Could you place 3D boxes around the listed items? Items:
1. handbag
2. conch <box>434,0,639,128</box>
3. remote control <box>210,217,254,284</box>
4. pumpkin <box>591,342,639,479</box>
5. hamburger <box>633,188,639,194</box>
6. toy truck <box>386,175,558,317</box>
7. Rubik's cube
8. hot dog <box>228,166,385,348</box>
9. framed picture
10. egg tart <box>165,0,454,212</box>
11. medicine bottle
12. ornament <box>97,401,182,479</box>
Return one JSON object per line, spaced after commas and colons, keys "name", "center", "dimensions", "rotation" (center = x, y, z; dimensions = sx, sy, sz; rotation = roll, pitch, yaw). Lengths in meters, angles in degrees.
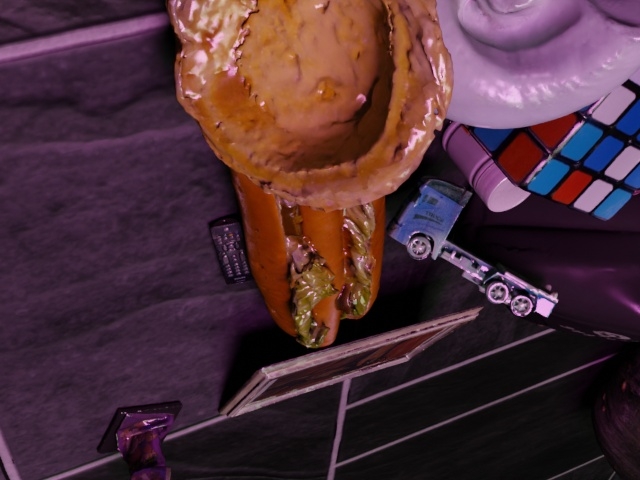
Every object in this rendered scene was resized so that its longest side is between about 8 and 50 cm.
{"name": "handbag", "center": [0.324, 0.045, 0.990], "dimensions": [0.342, 0.152, 0.288], "rotation": [7, 162, 22]}
{"name": "conch", "center": [0.146, -0.174, 0.641], "dimensions": [0.121, 0.221, 0.185], "rotation": [-36, 128, -71]}
{"name": "remote control", "center": [-0.083, 0.010, 0.841], "dimensions": [0.034, 0.016, 0.091], "rotation": [-10, 143, -1]}
{"name": "pumpkin", "center": [0.613, 0.291, 1.497], "dimensions": [0.291, 0.257, 0.328], "rotation": [-30, 151, -13]}
{"name": "hamburger", "center": [0.368, -0.103, 0.809], "dimensions": [0.190, 0.164, 0.093], "rotation": [-60, 156, 12]}
{"name": "toy truck", "center": [0.153, 0.006, 0.851], "dimensions": [0.081, 0.175, 0.067], "rotation": [-60, -178, 8]}
{"name": "Rubik's cube", "center": [0.216, -0.131, 0.768], "dimensions": [0.154, 0.155, 0.151], "rotation": [14, 124, -46]}
{"name": "hot dog", "center": [0.000, 0.000, 0.816], "dimensions": [0.135, 0.100, 0.337], "rotation": [-23, 144, -13]}
{"name": "framed picture", "center": [0.031, 0.141, 1.021], "dimensions": [0.273, 0.016, 0.216], "rotation": [-14, 163, -22]}
{"name": "egg tart", "center": [-0.006, -0.126, 0.598], "dimensions": [0.090, 0.212, 0.213], "rotation": [-39, 162, -52]}
{"name": "medicine bottle", "center": [0.160, -0.077, 0.848], "dimensions": [0.057, 0.089, 0.057], "rotation": [-19, 145, -14]}
{"name": "ornament", "center": [-0.171, 0.285, 0.964], "dimensions": [0.088, 0.203, 0.081], "rotation": [-3, 145, -37]}
